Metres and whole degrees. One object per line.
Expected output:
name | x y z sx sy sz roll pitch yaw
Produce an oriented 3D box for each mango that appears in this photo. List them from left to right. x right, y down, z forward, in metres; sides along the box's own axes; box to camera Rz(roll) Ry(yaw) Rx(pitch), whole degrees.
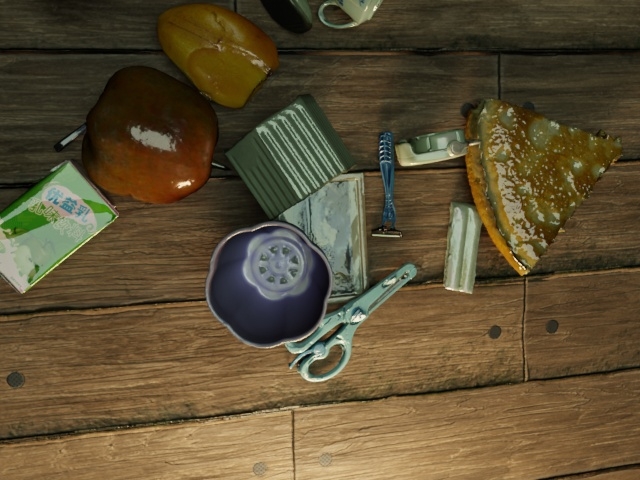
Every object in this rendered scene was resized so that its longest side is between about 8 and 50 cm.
mango | -0.226 -0.415 1.505 0.257 0.138 0.187 41 105 -11

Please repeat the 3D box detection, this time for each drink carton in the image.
drink carton | -0.582 -0.034 1.479 0.271 0.108 0.161 -40 107 -7

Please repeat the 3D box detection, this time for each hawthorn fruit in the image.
hawthorn fruit | -0.322 -0.202 1.430 0.301 0.268 0.268 20 92 -3

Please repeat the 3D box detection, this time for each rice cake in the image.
rice cake | 0.354 0.019 1.748 0.085 0.040 0.226 4 96 -15

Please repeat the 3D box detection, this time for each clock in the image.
clock | 0.272 -0.219 1.623 0.191 0.151 0.062 -11 99 5

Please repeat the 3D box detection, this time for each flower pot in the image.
flower pot | -0.105 0.078 1.525 0.265 0.243 0.265 0 96 0
flower pot | -0.063 -0.181 1.519 0.209 0.239 0.189 -38 95 -43

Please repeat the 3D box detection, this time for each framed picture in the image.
framed picture | 0.000 0.000 1.669 0.232 0.024 0.315 -6 98 -12

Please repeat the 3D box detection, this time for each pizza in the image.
pizza | 0.563 -0.161 1.734 0.406 0.130 0.440 -15 90 -12

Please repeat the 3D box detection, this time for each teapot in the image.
teapot | 0.079 -0.576 1.557 0.159 0.159 0.232 24 119 -15

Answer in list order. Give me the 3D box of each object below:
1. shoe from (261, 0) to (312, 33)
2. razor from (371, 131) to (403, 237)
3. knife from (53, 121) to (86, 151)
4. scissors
shoe | -0.090 -0.587 1.534 0.098 0.103 0.275 -36 106 -21
razor | 0.160 -0.134 1.683 0.082 0.042 0.253 1 97 28
knife | -0.523 -0.233 1.510 0.121 0.031 0.018 -40 104 -11
scissors | 0.079 0.186 1.687 0.393 0.032 0.180 -38 109 -1
